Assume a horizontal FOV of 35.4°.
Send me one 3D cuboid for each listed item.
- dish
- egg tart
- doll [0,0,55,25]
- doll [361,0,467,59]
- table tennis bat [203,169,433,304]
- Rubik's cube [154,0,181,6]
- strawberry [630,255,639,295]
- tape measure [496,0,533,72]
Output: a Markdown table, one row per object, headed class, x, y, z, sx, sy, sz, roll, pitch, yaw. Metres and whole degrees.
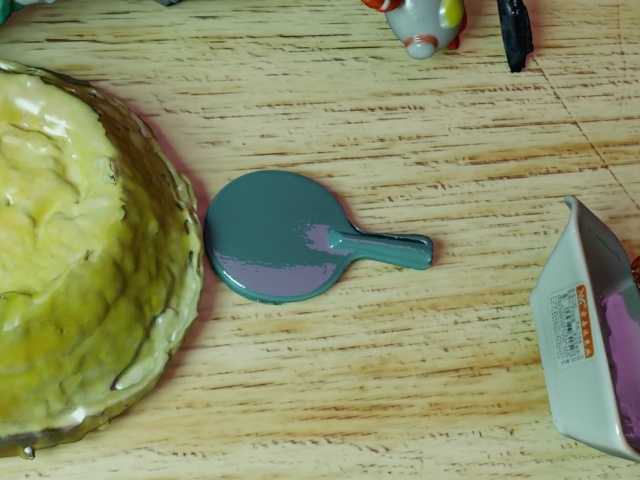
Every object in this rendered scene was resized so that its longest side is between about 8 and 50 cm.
| class | x | y | z | sx | sy | sz | roll | pitch | yaw |
| --- | --- | --- | --- | --- | --- | --- | --- | --- | --- |
| dish | 0.227 | 0.078 | 0.841 | 0.154 | 0.064 | 0.234 | 28 | 50 | -50 |
| egg tart | -0.245 | -0.013 | 0.749 | 0.345 | 0.132 | 0.345 | 7 | 63 | -14 |
| doll | -0.302 | -0.228 | 0.781 | 0.258 | 0.153 | 0.195 | -24 | 38 | 2 |
| doll | 0.074 | -0.243 | 0.910 | 0.245 | 0.076 | 0.142 | 35 | 56 | -46 |
| table tennis bat | 0.000 | 0.000 | 0.862 | 0.201 | 0.033 | 0.124 | 7 | 66 | -9 |
| Rubik's cube | -0.132 | -0.360 | 0.864 | 0.319 | 0.319 | 0.264 | -44 | 108 | -27 |
| strawberry | 0.331 | 0.071 | 0.898 | 0.152 | 0.048 | 0.104 | 44 | 61 | -2 |
| tape measure | 0.109 | -0.344 | 1.001 | 0.098 | 0.215 | 0.351 | -35 | 122 | -26 |
